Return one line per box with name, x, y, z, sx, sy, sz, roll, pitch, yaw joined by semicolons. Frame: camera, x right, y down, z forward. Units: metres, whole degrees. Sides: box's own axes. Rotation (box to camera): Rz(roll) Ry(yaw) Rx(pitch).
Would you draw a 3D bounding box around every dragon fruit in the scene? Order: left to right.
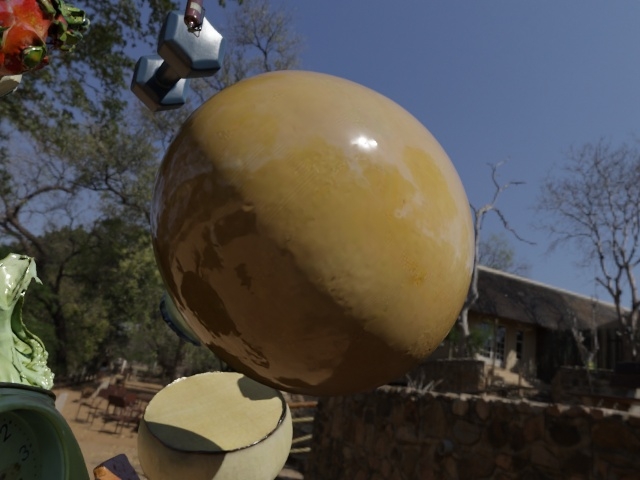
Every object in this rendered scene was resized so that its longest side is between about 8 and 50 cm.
dragon fruit;-0.491;-0.356;0.772;0.200;0.198;0.269;41;36;27

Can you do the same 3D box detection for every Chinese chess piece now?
Chinese chess piece;-0.172;0.316;0.789;0.250;0.102;0.249;5;15;-1

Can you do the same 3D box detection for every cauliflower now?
cauliflower;-0.601;0.182;0.785;0.327;0.260;0.280;22;-52;-3

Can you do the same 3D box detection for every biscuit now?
biscuit;-0.404;0.566;0.974;0.306;0.043;0.283;40;-17;55

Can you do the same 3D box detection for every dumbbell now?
dumbbell;-0.365;-0.440;1.190;0.160;0.144;0.325;48;-31;-20

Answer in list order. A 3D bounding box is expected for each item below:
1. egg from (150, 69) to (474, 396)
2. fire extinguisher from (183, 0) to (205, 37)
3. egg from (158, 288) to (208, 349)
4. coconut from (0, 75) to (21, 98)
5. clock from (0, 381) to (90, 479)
egg;0.000;0.000;0.481;0.302;0.300;0.373;5;-25;15
fire extinguisher;-0.236;-0.440;0.898;0.035;0.173;0.049;7;-31;-13
egg;-0.139;0.040;1.049;0.355;0.339;0.354;22;16;-7
coconut;-0.885;-0.437;1.097;0.324;0.322;0.323;9;-18;3
clock;-0.326;0.237;0.417;0.096;0.307;0.235;1;22;10
